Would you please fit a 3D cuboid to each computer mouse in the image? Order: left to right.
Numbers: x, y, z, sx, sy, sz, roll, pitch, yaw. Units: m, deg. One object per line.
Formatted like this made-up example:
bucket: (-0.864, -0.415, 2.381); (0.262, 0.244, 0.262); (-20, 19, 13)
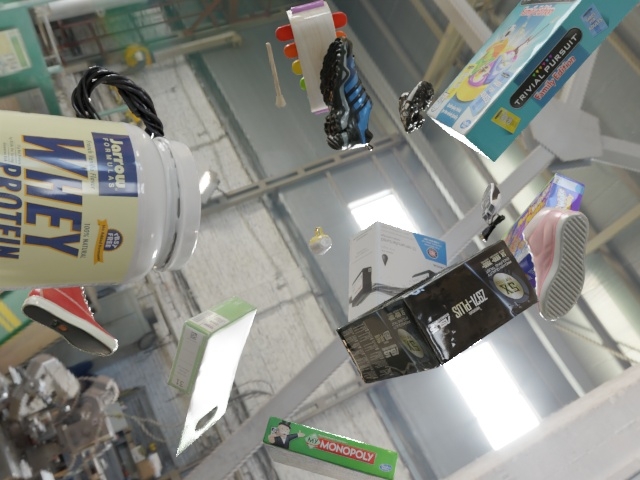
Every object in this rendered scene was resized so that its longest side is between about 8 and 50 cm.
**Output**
computer mouse: (0.475, -0.086, 1.587); (0.106, 0.042, 0.193); (109, 0, -46)

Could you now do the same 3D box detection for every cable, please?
cable: (-0.345, -0.208, 0.992); (0.151, 0.047, 0.184); (-3, -59, 25)

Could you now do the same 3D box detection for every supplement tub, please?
supplement tub: (-0.354, -0.052, 0.791); (0.235, 0.325, 0.235); (2, -87, 56)

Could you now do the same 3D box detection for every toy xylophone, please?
toy xylophone: (-0.031, -0.508, 1.656); (0.081, 0.236, 0.322); (-106, -171, -57)

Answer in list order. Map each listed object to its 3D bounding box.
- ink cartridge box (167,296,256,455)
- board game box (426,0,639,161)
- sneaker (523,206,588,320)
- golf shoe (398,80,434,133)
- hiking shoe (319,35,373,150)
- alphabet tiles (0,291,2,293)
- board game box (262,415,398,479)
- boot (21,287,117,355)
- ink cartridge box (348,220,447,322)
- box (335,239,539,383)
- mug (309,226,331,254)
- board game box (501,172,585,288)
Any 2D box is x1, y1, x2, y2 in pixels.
ink cartridge box: (-0.198, 0.229, 1.008); (0.056, 0.171, 0.235); (24, -74, 15)
board game box: (0.357, -0.319, 1.035); (0.079, 0.336, 0.253); (36, 14, -16)
sneaker: (0.275, 0.023, 0.690); (0.070, 0.051, 0.134); (-133, -137, -66)
golf shoe: (0.248, -0.380, 1.580); (0.093, 0.077, 0.198); (62, -17, 20)
hiking shoe: (0.078, -0.401, 1.592); (0.113, 0.132, 0.303); (17, -69, 59)
alphabet tiles: (-0.767, 0.023, 1.323); (0.021, 0.278, 0.284); (37, 17, -54)
board game box: (0.013, 0.393, 1.047); (0.317, 0.214, 0.046); (94, 11, -64)
boot: (-0.581, 0.160, 1.419); (0.244, 0.088, 0.176); (44, 32, -28)
ink cartridge box: (0.193, 0.135, 1.414); (0.129, 0.223, 0.307); (-36, -135, 51)
box: (0.124, 0.085, 0.652); (0.077, 0.147, 0.180); (61, -27, 7)
mug: (-0.001, 0.004, 1.819); (0.078, 0.062, 0.064); (47, -23, -5)
board game box: (0.538, 0.020, 1.495); (0.078, 0.233, 0.347); (25, -27, 6)
